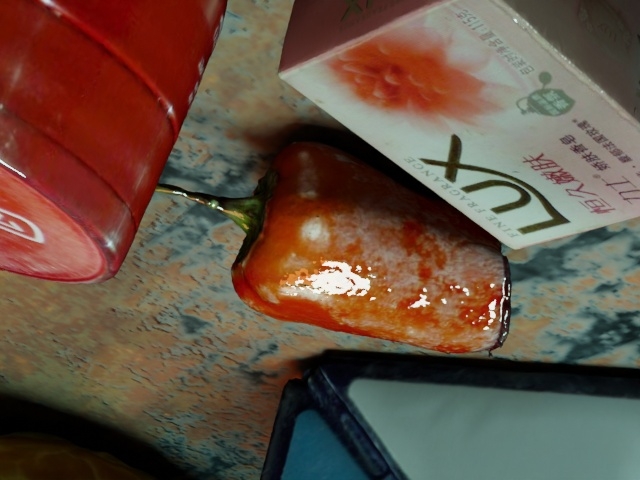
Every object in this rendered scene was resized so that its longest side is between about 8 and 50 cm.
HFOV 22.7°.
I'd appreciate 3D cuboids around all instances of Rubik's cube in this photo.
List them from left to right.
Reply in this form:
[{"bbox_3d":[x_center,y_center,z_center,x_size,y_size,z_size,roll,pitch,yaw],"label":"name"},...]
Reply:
[{"bbox_3d":[0.123,0.266,0.912,0.310,0.305,0.307,2,148,22],"label":"Rubik's cube"}]

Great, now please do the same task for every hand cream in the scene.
[{"bbox_3d":[-0.138,-0.076,0.590,0.193,0.125,0.193,18,162,6],"label":"hand cream"}]

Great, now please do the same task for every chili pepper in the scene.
[{"bbox_3d":[0.000,0.000,0.736,0.192,0.084,0.086,15,135,-10],"label":"chili pepper"}]

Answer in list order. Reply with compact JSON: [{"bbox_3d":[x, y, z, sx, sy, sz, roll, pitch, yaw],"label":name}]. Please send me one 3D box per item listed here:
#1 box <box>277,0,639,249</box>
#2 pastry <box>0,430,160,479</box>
[{"bbox_3d":[0.072,-0.063,0.618,0.156,0.060,0.111,35,147,-30],"label":"box"},{"bbox_3d":[-0.214,0.308,1.083,0.388,0.388,0.312,31,144,-26],"label":"pastry"}]
